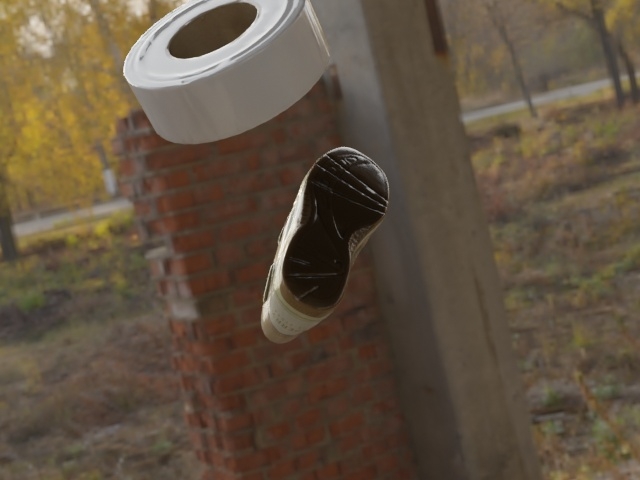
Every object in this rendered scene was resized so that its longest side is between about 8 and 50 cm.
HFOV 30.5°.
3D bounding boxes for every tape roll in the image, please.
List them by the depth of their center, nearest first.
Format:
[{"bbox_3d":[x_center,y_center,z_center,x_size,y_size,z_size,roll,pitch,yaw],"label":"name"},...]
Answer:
[{"bbox_3d":[-0.133,-0.262,1.673,0.286,0.100,0.286,-18,35,13],"label":"tape roll"}]

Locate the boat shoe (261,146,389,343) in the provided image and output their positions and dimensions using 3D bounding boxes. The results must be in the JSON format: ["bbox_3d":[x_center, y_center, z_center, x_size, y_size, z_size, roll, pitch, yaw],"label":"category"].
[{"bbox_3d":[0.000,0.000,1.401,0.098,0.109,0.302,-51,11,42],"label":"boat shoe"}]
